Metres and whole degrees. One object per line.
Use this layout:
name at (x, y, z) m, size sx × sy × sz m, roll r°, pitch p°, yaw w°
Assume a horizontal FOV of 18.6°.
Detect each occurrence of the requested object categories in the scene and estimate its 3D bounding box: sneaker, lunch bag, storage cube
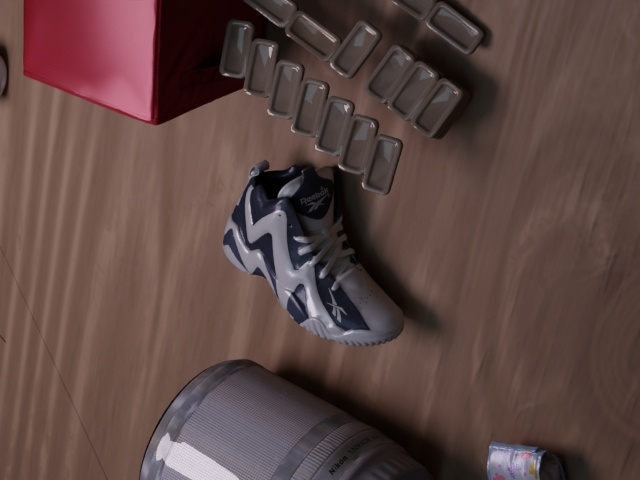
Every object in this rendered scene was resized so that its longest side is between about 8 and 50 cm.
sneaker at (0.000, 0.000, 2.067) m, size 0.235 × 0.094 × 0.153 m, roll 41°, pitch 139°, yaw 29°
lunch bag at (0.217, 0.248, 2.044) m, size 0.071 × 0.053 × 0.083 m, roll 2°, pitch 121°, yaw 40°
storage cube at (-0.179, -0.256, 2.028) m, size 0.215 × 0.184 × 0.193 m, roll 21°, pitch 121°, yaw 30°

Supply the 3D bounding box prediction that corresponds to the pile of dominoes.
pile of dominoes at (0.029, -0.188, 1.960) m, size 0.251 × 0.040 × 0.196 m, roll 38°, pitch 101°, yaw 14°

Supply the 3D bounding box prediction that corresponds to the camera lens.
camera lens at (-0.045, 0.273, 2.147) m, size 0.274 × 0.219 × 0.219 m, roll 27°, pitch 125°, yaw 26°

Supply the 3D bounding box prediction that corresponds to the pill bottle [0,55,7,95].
pill bottle at (-0.449, -0.207, 2.333) m, size 0.137 × 0.078 × 0.078 m, roll 22°, pitch 123°, yaw 29°
